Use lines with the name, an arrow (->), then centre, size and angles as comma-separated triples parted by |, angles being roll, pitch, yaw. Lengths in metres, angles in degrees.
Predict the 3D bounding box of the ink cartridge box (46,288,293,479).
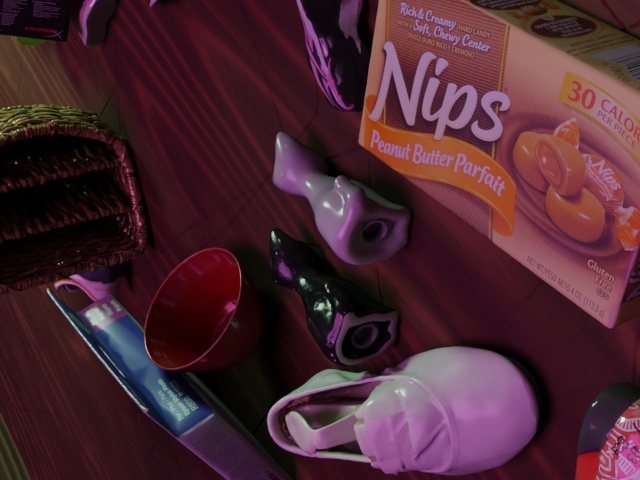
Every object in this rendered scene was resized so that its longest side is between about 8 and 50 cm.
ink cartridge box -> -0.214, 0.212, 1.387 | 0.324, 0.071, 0.330 | 38, 167, 43

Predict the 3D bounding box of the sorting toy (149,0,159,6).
sorting toy -> -0.230, -0.355, 1.310 | 0.075, 0.045, 0.083 | -19, 89, 65

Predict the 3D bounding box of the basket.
basket -> -0.442, -0.079, 1.526 | 0.223, 0.299, 0.213 | 45, 138, 40

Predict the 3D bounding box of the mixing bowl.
mixing bowl -> -0.144, 0.111, 1.317 | 0.181, 0.098, 0.181 | -25, 47, 30

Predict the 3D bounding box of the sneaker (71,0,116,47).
sneaker -> -0.359, -0.364, 1.489 | 0.070, 0.051, 0.134 | 60, 151, 10

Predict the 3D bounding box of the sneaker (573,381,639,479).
sneaker -> 0.277, 0.263, 0.787 | 0.145, 0.090, 0.270 | 30, 126, 50

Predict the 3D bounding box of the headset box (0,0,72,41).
headset box -> -0.466, -0.457, 1.407 | 0.110, 0.218, 0.293 | -120, 39, -48

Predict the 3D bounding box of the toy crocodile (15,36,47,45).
toy crocodile -> -0.469, -0.467, 1.572 | 0.115, 0.105, 0.340 | 56, 140, 35

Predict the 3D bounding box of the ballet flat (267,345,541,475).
ballet flat -> 0.066, 0.199, 1.042 | 0.400, 0.139, 0.139 | -17, 91, 58

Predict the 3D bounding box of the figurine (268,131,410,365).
figurine -> 0.000, 0.000, 1.094 | 0.209, 0.092, 0.215 | 41, 136, 46

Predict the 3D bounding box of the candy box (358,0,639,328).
candy box -> 0.166, -0.096, 0.783 | 0.316, 0.087, 0.183 | 42, 138, 40

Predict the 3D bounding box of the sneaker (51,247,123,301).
sneaker -> -0.474, 0.018, 1.784 | 0.321, 0.126, 0.127 | 27, 121, 47

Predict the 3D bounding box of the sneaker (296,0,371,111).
sneaker -> 0.005, -0.214, 0.995 | 0.077, 0.072, 0.178 | 169, 90, -69
